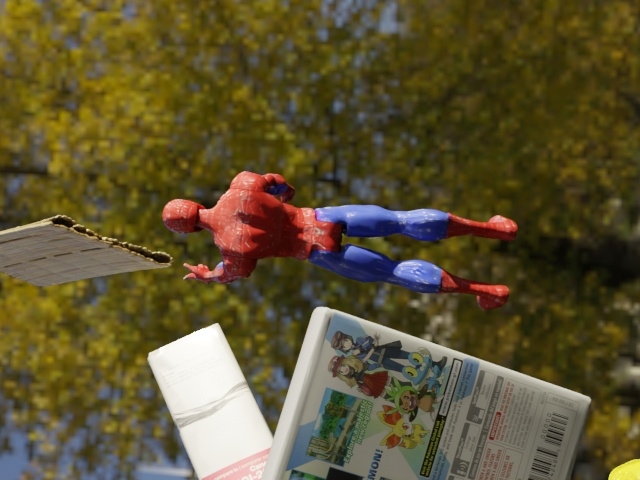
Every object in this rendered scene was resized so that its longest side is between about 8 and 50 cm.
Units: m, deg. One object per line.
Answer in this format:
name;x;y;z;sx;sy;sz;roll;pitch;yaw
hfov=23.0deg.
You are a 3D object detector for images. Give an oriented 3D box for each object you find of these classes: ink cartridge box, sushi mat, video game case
ink cartridge box;-0.096;0.223;1.692;0.218;0.092;0.158;60;172;34
sushi mat;-0.309;0.015;1.803;0.151;0.317;0.019;24;-109;-32
video game case;0.083;0.263;1.495;0.036;0.300;0.329;-1;71;70

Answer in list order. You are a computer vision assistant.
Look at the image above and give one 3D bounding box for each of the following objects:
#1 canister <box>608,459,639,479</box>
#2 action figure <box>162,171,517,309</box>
canister;0.378;0.352;1.790;0.126;0.073;0.169;46;149;46
action figure;0.000;0.000;1.264;0.139;0.280;0.091;178;100;-68
